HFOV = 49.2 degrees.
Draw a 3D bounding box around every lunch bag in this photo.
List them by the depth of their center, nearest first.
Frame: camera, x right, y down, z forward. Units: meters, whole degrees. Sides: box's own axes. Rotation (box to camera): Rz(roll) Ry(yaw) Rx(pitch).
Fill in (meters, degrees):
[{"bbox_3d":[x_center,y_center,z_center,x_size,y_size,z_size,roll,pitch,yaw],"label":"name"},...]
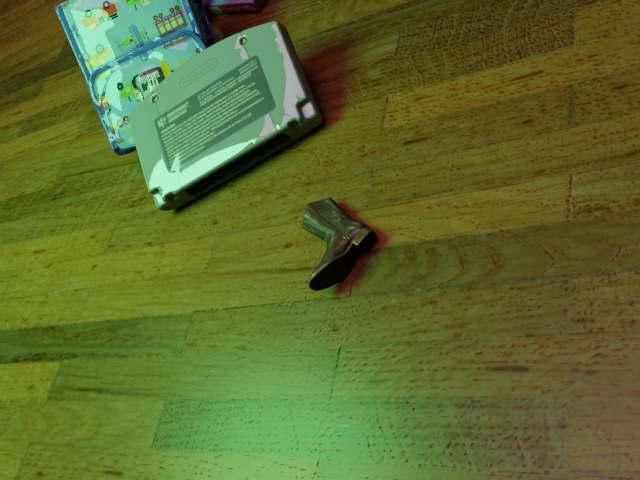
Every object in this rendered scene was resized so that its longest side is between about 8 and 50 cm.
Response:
[{"bbox_3d":[-0.286,-0.295,1.202,0.221,0.138,0.293,-21,82,9],"label":"lunch bag"}]

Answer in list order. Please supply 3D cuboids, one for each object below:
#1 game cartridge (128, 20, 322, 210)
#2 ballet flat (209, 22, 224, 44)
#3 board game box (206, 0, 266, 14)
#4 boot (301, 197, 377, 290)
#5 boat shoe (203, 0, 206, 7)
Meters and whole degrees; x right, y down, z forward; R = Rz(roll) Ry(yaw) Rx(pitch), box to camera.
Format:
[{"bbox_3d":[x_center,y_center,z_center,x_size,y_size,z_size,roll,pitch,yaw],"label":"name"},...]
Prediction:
[{"bbox_3d":[-0.155,-0.196,1.070,0.297,0.062,0.198,-27,65,19],"label":"game cartridge"},{"bbox_3d":[-0.235,-0.327,1.278,0.057,0.052,0.168,9,66,41],"label":"ballet flat"},{"bbox_3d":[-0.102,-0.557,1.364,0.145,0.027,0.281,16,70,42],"label":"board game box"},{"bbox_3d":[0.000,0.000,0.864,0.106,0.037,0.114,-39,45,-12],"label":"boot"},{"bbox_3d":[-0.355,-0.469,1.450,0.335,0.121,0.119,17,90,46],"label":"boat shoe"}]
